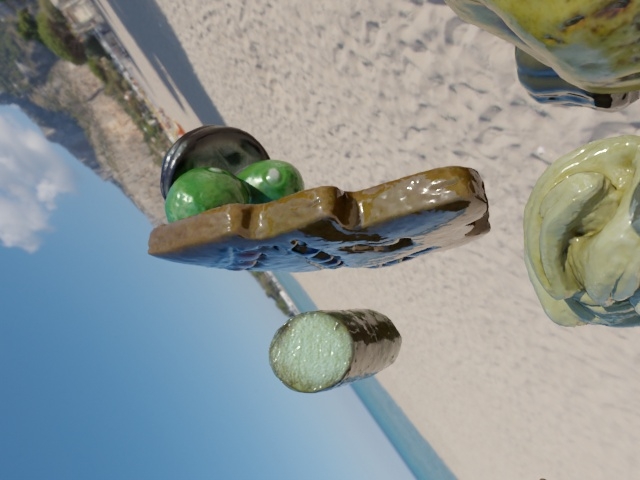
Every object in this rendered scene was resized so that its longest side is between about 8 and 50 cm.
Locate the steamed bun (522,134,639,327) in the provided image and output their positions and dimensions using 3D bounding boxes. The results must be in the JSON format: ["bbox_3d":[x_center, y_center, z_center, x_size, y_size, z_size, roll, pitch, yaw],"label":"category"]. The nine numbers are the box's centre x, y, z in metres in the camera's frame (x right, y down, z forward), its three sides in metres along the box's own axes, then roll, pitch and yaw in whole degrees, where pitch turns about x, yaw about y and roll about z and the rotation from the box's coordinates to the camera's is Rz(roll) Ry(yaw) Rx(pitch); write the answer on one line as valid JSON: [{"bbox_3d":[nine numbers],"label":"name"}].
[{"bbox_3d":[0.479,0.009,0.858,0.325,0.230,0.372,57,162,10],"label":"steamed bun"}]

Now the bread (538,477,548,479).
[{"bbox_3d":[0.238,0.394,0.432,0.277,0.324,0.167,5,120,49],"label":"bread"}]

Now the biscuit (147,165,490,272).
[{"bbox_3d":[0.000,0.001,0.462,0.278,0.301,0.043,99,166,-79],"label":"biscuit"}]

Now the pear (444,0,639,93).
[{"bbox_3d":[0.197,-0.238,0.324,0.271,0.271,0.271,54,173,9],"label":"pear"}]

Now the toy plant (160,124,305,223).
[{"bbox_3d":[-0.146,-0.079,0.759,0.235,0.217,0.176,28,126,48],"label":"toy plant"}]

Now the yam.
[{"bbox_3d":[0.018,0.093,0.451,0.070,0.070,0.146,52,-162,22],"label":"yam"}]

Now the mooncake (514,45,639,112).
[{"bbox_3d":[0.445,-0.349,0.806,0.161,0.290,0.290,28,157,41],"label":"mooncake"}]
